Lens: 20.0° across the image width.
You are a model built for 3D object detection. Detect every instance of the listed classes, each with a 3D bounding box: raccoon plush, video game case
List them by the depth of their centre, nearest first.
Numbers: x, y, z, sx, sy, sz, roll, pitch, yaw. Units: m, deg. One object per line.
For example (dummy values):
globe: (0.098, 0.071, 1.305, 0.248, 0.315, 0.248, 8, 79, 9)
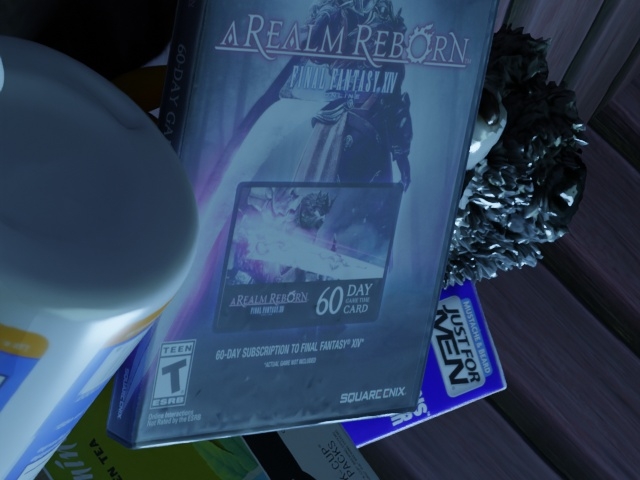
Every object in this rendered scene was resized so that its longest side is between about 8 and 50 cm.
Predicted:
video game case: (0.000, -0.041, 0.863, 0.196, 0.026, 0.274, -2, 108, -45)
raccoon plush: (0.000, 0.000, 1.333, 0.299, 0.216, 0.446, -24, 160, -46)

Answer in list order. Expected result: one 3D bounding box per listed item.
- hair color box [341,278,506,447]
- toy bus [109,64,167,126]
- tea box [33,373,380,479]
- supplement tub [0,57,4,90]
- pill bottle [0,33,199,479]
hair color box: (-0.040, 0.129, 1.496, 0.338, 0.110, 0.185, -21, -174, -17)
toy bus: (-0.067, -0.027, 0.980, 0.149, 0.220, 0.211, -24, 127, -52)
tea box: (-0.187, 0.211, 1.136, 0.329, 0.220, 0.323, -36, 178, 29)
supplement tub: (-0.171, -0.049, 0.629, 0.107, 0.071, 0.071, -41, 171, -20)
pill bottle: (-0.180, 0.050, 0.803, 0.272, 0.152, 0.152, -50, 171, 37)
